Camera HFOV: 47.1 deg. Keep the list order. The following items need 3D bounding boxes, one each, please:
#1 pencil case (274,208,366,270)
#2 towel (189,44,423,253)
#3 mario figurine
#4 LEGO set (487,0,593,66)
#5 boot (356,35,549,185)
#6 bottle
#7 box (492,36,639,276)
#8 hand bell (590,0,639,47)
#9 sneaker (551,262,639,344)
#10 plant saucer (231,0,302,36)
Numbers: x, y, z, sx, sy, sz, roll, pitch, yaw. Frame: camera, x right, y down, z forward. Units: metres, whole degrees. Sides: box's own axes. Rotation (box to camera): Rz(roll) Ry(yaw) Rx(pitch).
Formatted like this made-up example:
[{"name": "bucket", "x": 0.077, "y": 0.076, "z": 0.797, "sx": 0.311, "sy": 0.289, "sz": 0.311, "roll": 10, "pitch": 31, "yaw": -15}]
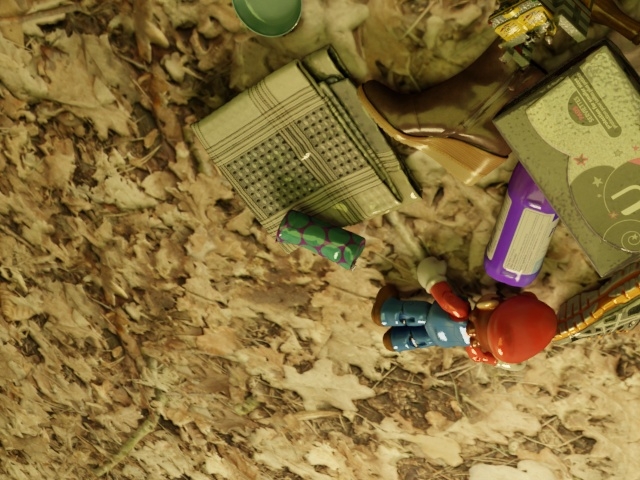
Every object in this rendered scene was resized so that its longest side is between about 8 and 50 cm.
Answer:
[{"name": "pencil case", "x": 0.000, "y": 0.000, "z": 1.288, "sx": 0.151, "sy": 0.064, "sz": 0.070, "roll": 23, "pitch": 120, "yaw": 3}, {"name": "towel", "x": -0.029, "y": -0.137, "z": 1.258, "sx": 0.324, "sy": 0.056, "sz": 0.312, "roll": -23, "pitch": 112, "yaw": 33}, {"name": "mario figurine", "x": 0.265, "y": 0.133, "z": 1.308, "sx": 0.320, "sy": 0.170, "sz": 0.198, "roll": -1, "pitch": 160, "yaw": 36}, {"name": "LEGO set", "x": 0.268, "y": -0.338, "z": 0.813, "sx": 0.331, "sy": 0.192, "sz": 0.255, "roll": -8, "pitch": 146, "yaw": 47}, {"name": "boot", "x": 0.202, "y": -0.222, "z": 1.097, "sx": 0.248, "sy": 0.090, "sz": 0.207, "roll": 35, "pitch": 118, "yaw": -2}, {"name": "bottle", "x": 0.327, "y": -0.066, "z": 1.111, "sx": 0.092, "sy": 0.118, "sz": 0.283, "roll": 20, "pitch": 127, "yaw": 13}, {"name": "box", "x": 0.361, "y": -0.108, "z": 0.931, "sx": 0.163, "sy": 0.142, "sz": 0.247, "roll": -34, "pitch": 95, "yaw": 28}, {"name": "hand bell", "x": 0.411, "y": -0.273, "z": 0.958, "sx": 0.242, "sy": 0.126, "sz": 0.126, "roll": 39, "pitch": 131, "yaw": 11}, {"name": "sneaker", "x": 0.473, "y": 0.123, "z": 1.209, "sx": 0.083, "sy": 0.084, "sz": 0.215, "roll": 41, "pitch": 129, "yaw": -14}, {"name": "plant saucer", "x": -0.080, "y": -0.375, "z": 1.131, "sx": 0.119, "sy": 0.021, "sz": 0.119, "roll": 11, "pitch": 127, "yaw": 15}]
